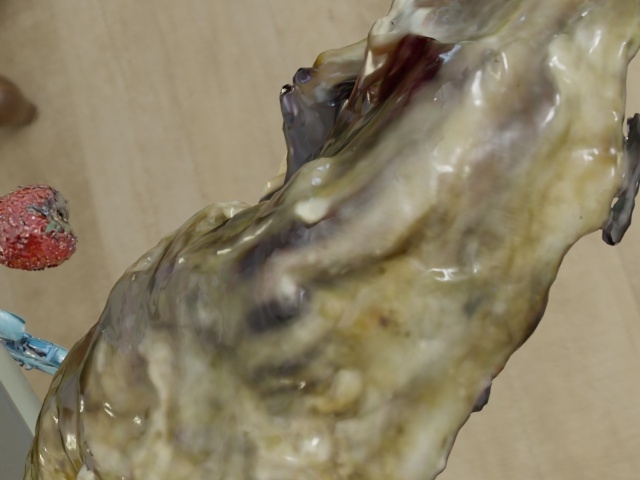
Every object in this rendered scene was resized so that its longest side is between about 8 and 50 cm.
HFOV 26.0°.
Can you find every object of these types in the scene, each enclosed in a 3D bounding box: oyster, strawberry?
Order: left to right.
[{"bbox_3d":[-0.267,-0.010,1.254,0.096,0.083,0.083,-16,73,34],"label":"strawberry"},{"bbox_3d":[-0.005,-0.003,0.401,0.294,0.094,0.166,-62,19,7],"label":"oyster"}]

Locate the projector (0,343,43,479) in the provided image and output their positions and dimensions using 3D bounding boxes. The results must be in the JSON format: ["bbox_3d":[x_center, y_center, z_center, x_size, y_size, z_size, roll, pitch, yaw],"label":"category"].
[{"bbox_3d":[-0.389,0.232,1.223,0.248,0.249,0.248,-35,81,13],"label":"projector"}]

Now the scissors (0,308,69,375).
[{"bbox_3d":[-0.413,0.089,1.580,0.393,0.180,0.032,10,65,44],"label":"scissors"}]
